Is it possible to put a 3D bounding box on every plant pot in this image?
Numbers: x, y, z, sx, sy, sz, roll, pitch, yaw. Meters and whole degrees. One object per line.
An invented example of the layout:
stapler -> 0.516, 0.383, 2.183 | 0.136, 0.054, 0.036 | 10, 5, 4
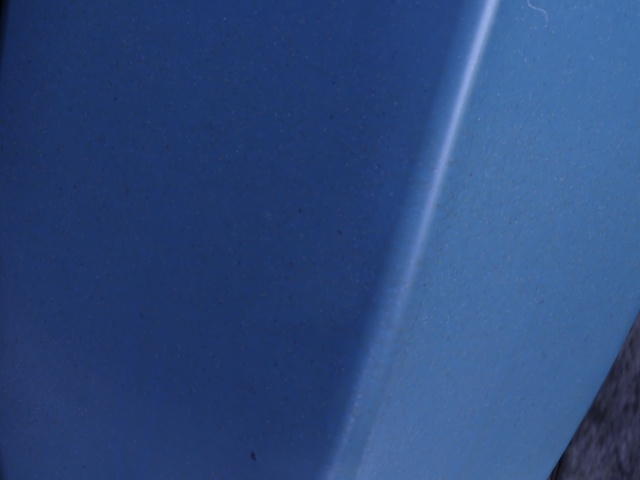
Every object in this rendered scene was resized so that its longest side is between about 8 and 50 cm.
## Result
plant pot -> 0.000, 0.000, 0.535 | 0.166, 0.165, 0.234 | 0, 108, -56
